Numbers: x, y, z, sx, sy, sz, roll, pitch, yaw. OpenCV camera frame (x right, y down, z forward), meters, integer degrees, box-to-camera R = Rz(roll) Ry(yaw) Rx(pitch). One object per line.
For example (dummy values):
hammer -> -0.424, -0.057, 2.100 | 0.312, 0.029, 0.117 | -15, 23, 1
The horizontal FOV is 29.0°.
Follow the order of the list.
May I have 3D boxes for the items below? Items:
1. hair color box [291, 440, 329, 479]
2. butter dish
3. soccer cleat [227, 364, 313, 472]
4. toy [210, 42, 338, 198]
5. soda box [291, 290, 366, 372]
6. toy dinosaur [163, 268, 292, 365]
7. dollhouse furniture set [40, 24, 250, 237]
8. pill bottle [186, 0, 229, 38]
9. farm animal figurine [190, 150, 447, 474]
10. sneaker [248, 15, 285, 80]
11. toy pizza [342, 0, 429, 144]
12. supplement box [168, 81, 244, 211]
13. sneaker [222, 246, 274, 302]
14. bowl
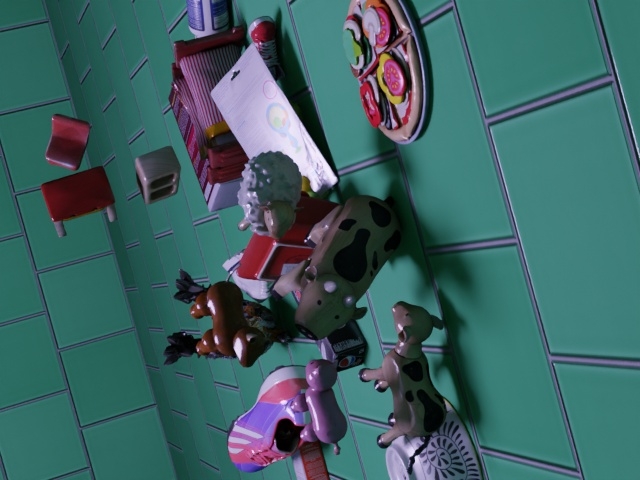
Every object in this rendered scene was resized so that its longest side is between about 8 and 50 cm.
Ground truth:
hair color box -> -0.016, 0.419, 2.219 | 0.072, 0.043, 0.141 | 174, 82, -73
butter dish -> -0.028, -0.015, 1.720 | 0.160, 0.160, 0.118 | 120, 151, -54
soccer cleat -> -0.085, 0.341, 2.157 | 0.318, 0.108, 0.116 | 121, 147, -46
toy -> -0.057, -0.156, 1.804 | 0.137, 0.056, 0.237 | -41, 73, 46
soda box -> 0.010, 0.114, 1.861 | 0.060, 0.053, 0.169 | 98, 151, -52
toy dinosaur -> -0.157, 0.163, 2.209 | 0.322, 0.218, 0.164 | 89, -170, -68
dollhouse furniture set -> -0.268, -0.172, 1.943 | 0.152, 0.374, 0.201 | 114, 136, -70
pill bottle -> -0.182, -0.371, 2.005 | 0.067, 0.067, 0.120 | -126, 27, -48
farm animal figurine -> 0.030, 0.075, 1.502 | 0.172, 0.330, 0.327 | -35, 35, 54
sneaker -> -0.078, -0.273, 1.812 | 0.118, 0.042, 0.067 | 95, 158, -66
toy pizza -> 0.069, -0.208, 1.437 | 0.201, 0.032, 0.201 | 164, 90, -73
supplement box -> -0.195, -0.186, 2.192 | 0.130, 0.073, 0.239 | 123, 128, -66
sneaker -> -0.096, 0.046, 2.105 | 0.095, 0.090, 0.235 | 60, 165, 3
bowl -> 0.135, 0.288, 1.587 | 0.170, 0.080, 0.170 | 164, 90, -72
